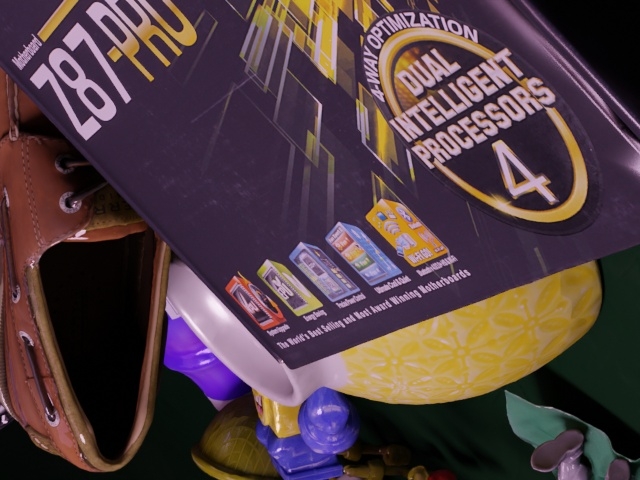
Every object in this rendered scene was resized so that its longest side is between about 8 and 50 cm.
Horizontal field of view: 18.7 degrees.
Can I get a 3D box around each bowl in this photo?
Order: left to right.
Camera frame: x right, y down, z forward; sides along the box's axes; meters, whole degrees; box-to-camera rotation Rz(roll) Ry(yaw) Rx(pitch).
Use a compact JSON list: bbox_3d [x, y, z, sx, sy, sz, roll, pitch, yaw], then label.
[{"bbox_3d":[0.000,0.000,1.101,0.289,0.156,0.289,41,161,17],"label":"bowl"}]

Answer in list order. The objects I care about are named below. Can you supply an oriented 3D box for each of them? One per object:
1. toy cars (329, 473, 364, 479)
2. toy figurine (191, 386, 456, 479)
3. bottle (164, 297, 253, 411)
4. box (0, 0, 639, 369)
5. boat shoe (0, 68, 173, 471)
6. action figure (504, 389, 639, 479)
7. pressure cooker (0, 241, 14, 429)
[{"bbox_3d":[0.027,0.259,1.541,0.176,0.087,0.394,51,-178,-20],"label":"toy cars"},{"bbox_3d":[0.007,0.100,1.408,0.362,0.191,0.217,-139,46,-76],"label":"toy figurine"},{"bbox_3d":[-0.121,0.021,1.523,0.118,0.092,0.283,26,154,52],"label":"bottle"},{"bbox_3d":[-0.024,-0.111,0.781,0.318,0.097,0.395,49,157,-7],"label":"box"},{"bbox_3d":[-0.118,-0.028,1.019,0.104,0.110,0.307,34,131,55],"label":"boat shoe"},{"bbox_3d":[0.180,0.188,1.265,0.137,0.063,0.232,34,162,26],"label":"action figure"},{"bbox_3d":[-0.284,-0.081,1.213,0.420,0.375,0.370,38,158,27],"label":"pressure cooker"}]
